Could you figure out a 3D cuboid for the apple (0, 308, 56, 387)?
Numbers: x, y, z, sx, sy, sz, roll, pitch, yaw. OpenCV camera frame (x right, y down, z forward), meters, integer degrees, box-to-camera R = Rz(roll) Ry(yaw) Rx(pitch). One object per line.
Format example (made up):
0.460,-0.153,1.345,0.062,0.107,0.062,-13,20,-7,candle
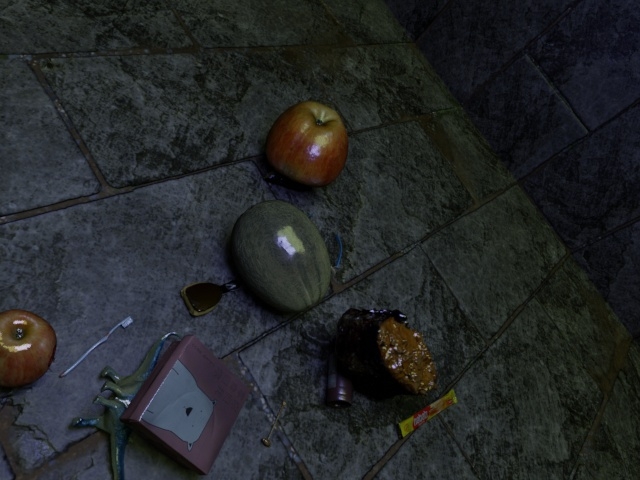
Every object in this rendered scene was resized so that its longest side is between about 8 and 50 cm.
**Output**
-0.592,0.205,0.906,0.146,0.131,0.146,20,47,-22,apple

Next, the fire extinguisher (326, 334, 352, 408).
0.057,0.344,1.321,0.071,0.099,0.231,0,55,7,fire extinguisher

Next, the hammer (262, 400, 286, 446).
-0.113,0.457,1.179,0.029,0.014,0.123,45,42,-16,hammer

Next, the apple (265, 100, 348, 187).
-0.037,-0.326,1.549,0.278,0.250,0.309,16,23,-33,apple

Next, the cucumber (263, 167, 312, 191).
-0.107,-0.201,1.591,0.182,0.053,0.053,16,54,-31,cucumber

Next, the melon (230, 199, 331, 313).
-0.107,0.043,1.292,0.249,0.249,0.329,-27,83,-44,melon

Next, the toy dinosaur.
-0.413,0.338,0.994,0.147,0.077,0.362,40,46,-32,toy dinosaur

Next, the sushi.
0.186,0.299,1.308,0.348,0.208,0.234,47,44,-44,sushi

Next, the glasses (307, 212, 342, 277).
-0.018,0.019,1.522,0.190,0.088,0.220,38,26,-9,glasses

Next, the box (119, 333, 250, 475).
-0.285,0.353,1.021,0.215,0.086,0.215,54,41,-27,box

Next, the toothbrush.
-0.494,0.233,1.041,0.019,0.013,0.193,52,44,-9,toothbrush

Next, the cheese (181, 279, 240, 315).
-0.283,0.138,1.245,0.163,0.036,0.086,-21,73,-43,cheese

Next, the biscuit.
0.333,0.533,1.451,0.292,0.026,0.048,-12,89,-40,biscuit
